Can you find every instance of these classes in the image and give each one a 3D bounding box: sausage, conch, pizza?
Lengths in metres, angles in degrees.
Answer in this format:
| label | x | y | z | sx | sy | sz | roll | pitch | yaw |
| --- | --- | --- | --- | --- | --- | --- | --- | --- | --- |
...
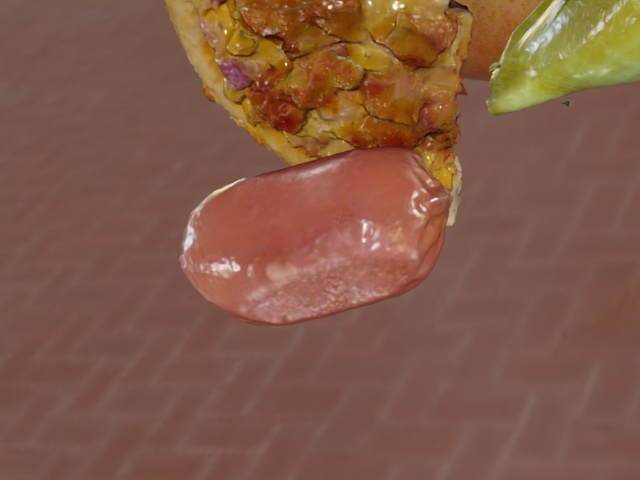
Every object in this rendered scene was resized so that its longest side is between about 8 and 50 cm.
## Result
| label | x | y | z | sx | sy | sz | roll | pitch | yaw |
| --- | --- | --- | --- | --- | --- | --- | --- | --- | --- |
| sausage | 0.000 | 0.000 | 1.343 | 0.254 | 0.148 | 0.148 | -21 | 27 | 16 |
| conch | 0.187 | -0.140 | 0.891 | 0.201 | 0.079 | 0.095 | -17 | 38 | 39 |
| pizza | 0.019 | -0.165 | 1.397 | 0.277 | 0.409 | 0.114 | -22 | 33 | 33 |

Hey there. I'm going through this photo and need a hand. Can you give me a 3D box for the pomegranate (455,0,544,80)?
| label | x | y | z | sx | sy | sz | roll | pitch | yaw |
| --- | --- | --- | --- | --- | --- | --- | --- | --- | --- |
| pomegranate | 0.186 | -0.311 | 1.545 | 0.319 | 0.319 | 0.319 | -18 | 28 | 10 |
